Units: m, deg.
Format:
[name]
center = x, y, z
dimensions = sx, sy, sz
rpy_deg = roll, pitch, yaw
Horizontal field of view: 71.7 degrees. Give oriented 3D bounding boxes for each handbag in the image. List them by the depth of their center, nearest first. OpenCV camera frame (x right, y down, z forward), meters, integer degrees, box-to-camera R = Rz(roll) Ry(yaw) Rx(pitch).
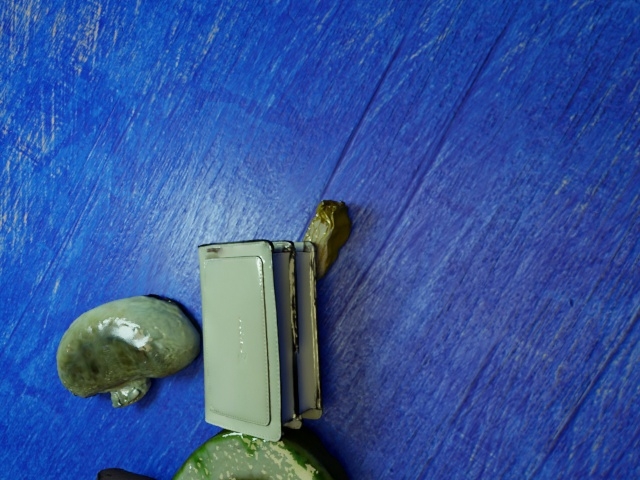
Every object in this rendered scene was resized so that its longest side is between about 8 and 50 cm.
[handbag]
center = -0.130, 0.180, 0.881
dimensions = 0.237, 0.160, 0.358
rpy_deg = -4, 88, 31

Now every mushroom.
[mushroom]
center = -0.448, 0.249, 0.990
dimensions = 0.345, 0.130, 0.247
rpy_deg = -10, 80, 15

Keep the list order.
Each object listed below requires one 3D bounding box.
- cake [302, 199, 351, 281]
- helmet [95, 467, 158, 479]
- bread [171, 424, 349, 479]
[cake]
center = 0.003, 0.003, 0.891
dimensions = 0.080, 0.116, 0.185
rpy_deg = 41, 93, 16
[helmet]
center = -0.393, 0.625, 0.857
dimensions = 0.197, 0.338, 0.270
rpy_deg = 6, 110, 7
[bread]
center = -0.120, 0.541, 0.867
dimensions = 0.382, 0.129, 0.365
rpy_deg = 7, 88, 16
